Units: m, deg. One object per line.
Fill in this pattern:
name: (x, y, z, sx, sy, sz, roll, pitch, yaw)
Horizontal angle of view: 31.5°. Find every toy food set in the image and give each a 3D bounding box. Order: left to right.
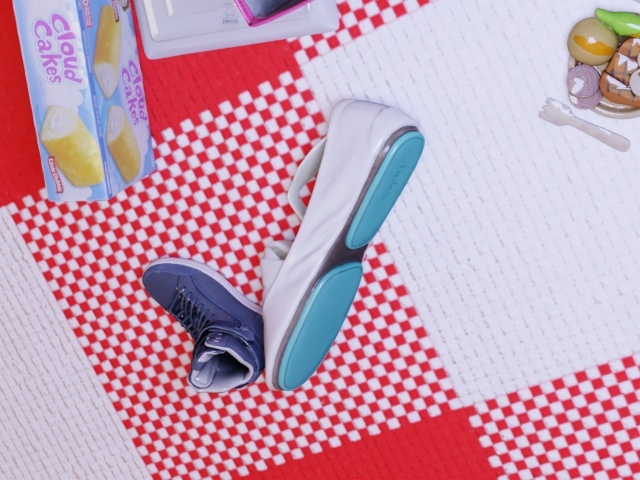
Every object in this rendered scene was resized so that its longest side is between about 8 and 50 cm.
toy food set: (0.339, -0.198, 1.291, 0.132, 0.038, 0.192, 26, 115, 8)

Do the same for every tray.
tray: (-0.118, -0.311, 1.410, 0.270, 0.030, 0.145, -5, 108, 20)

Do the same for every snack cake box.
snack cake box: (-0.295, -0.195, 1.442, 0.089, 0.152, 0.264, -1, 109, 18)

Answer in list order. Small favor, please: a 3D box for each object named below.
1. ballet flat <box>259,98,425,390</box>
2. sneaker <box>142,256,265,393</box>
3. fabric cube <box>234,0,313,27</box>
ballet flat: (0.000, 0.000, 1.440, 0.139, 0.139, 0.400, 27, 111, 8)
sneaker: (-0.163, 0.112, 1.501, 0.226, 0.163, 0.086, 29, 117, 8)
fabric cube: (0.030, -0.380, 0.992, 0.254, 0.258, 0.259, -11, 113, 54)
